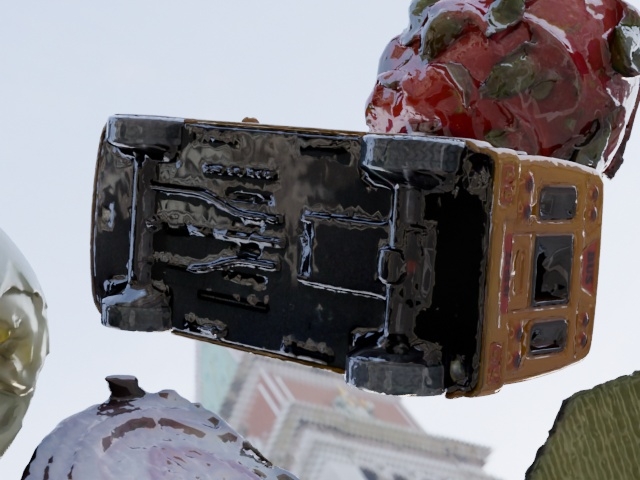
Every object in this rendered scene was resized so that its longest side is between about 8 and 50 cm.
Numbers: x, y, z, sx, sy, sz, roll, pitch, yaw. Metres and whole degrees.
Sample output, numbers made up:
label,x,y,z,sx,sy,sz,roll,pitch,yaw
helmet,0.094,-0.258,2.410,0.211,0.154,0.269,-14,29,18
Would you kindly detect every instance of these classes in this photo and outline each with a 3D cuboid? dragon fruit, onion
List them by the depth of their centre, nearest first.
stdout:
label,x,y,z,sx,sy,sz,roll,pitch,yaw
dragon fruit,0.113,-0.083,0.765,0.172,0.160,0.166,-48,-54,-28
onion,-0.121,0.261,1.127,0.280,0.314,0.146,-20,-42,-50

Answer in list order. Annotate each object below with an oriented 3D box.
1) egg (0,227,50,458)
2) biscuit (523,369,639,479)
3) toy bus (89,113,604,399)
label,x,y,z,sx,sy,sz,roll,pitch,yaw
egg,-0.396,0.063,1.074,0.336,0.278,0.278,18,-72,12
biscuit,0.211,0.132,0.732,0.250,0.147,0.046,-25,-22,22
toy bus,0.000,0.000,0.491,0.088,0.194,0.083,-2,-82,-46
